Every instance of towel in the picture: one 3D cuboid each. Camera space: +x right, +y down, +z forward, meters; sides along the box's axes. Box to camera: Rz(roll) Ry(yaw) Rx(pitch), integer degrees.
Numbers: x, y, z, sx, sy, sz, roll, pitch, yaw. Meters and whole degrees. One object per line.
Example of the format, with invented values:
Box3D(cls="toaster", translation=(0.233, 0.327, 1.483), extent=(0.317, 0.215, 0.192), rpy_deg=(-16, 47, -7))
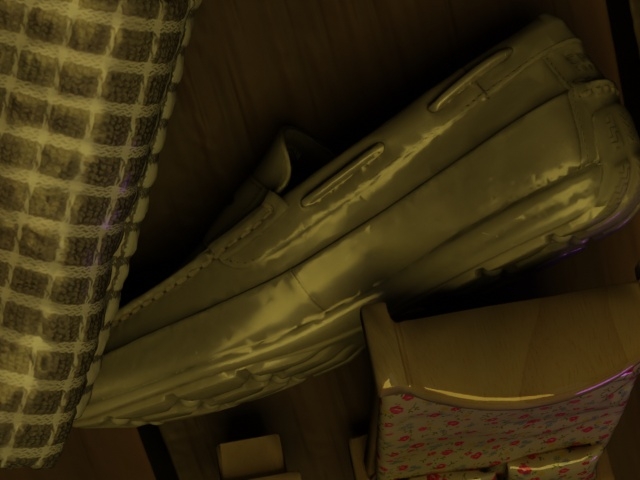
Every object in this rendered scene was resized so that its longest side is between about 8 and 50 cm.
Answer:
Box3D(cls="towel", translation=(-0.214, -0.045, 0.690), extent=(0.283, 0.121, 0.235), rpy_deg=(16, 110, -2))

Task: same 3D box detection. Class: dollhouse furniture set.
Box3D(cls="dollhouse furniture set", translation=(0.129, 0.105, 0.703), extent=(0.355, 0.174, 0.303), rpy_deg=(-10, 155, -4))

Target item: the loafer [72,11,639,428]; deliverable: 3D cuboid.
Box3D(cls="loafer", translation=(0.000, 0.000, 0.778), extent=(0.319, 0.112, 0.111), rpy_deg=(-26, 76, 15))
